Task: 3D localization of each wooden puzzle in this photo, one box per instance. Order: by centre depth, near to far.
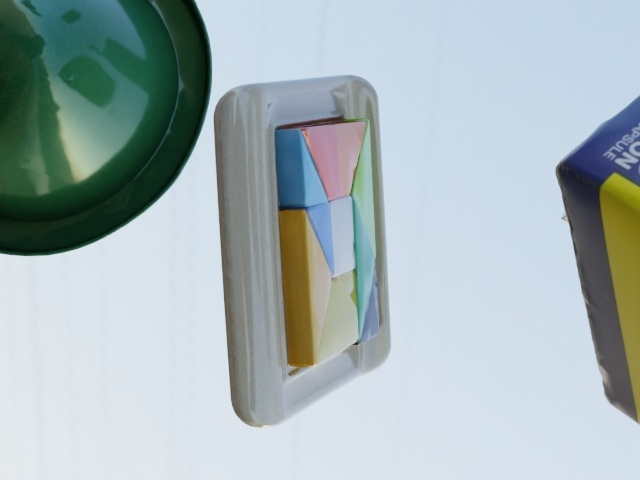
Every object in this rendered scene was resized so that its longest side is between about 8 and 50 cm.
[{"bbox_3d":[0.000,0.000,1.357,0.044,0.239,0.221,-1,-84,22],"label":"wooden puzzle"}]

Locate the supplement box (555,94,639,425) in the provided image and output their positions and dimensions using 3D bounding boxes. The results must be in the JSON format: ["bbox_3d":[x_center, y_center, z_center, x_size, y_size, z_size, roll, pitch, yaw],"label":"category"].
[{"bbox_3d":[0.304,0.047,0.850,0.356,0.194,0.195,35,-21,35],"label":"supplement box"}]

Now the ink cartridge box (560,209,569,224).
[{"bbox_3d":[0.226,-0.017,1.166,0.135,0.099,0.056,35,-9,1],"label":"ink cartridge box"}]

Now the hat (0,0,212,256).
[{"bbox_3d":[-0.152,-0.095,0.903,0.208,0.173,0.183,34,-6,23],"label":"hat"}]
